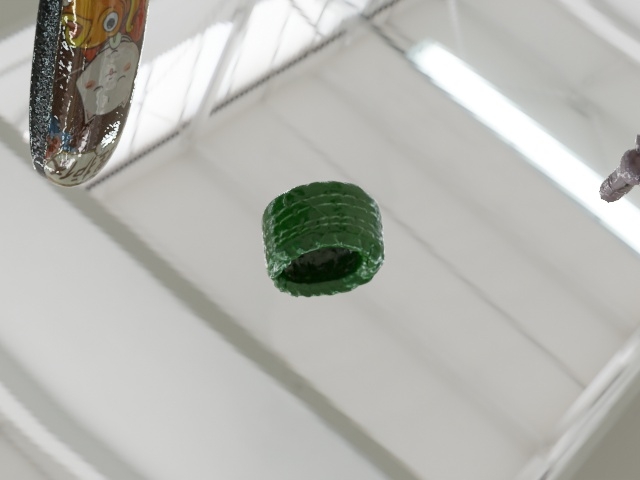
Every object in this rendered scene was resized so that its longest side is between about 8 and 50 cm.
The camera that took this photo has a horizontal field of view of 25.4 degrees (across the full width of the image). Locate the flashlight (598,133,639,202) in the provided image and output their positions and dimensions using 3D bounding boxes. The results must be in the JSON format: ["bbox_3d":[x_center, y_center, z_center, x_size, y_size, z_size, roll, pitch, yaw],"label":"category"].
[{"bbox_3d":[0.290,-0.060,1.338,0.031,0.110,0.052,0,-106,-7],"label":"flashlight"}]

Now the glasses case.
[{"bbox_3d":[-0.233,-0.205,1.441,0.082,0.321,0.122,21,-152,15],"label":"glasses case"}]

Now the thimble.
[{"bbox_3d":[0.000,0.000,1.503,0.118,0.130,0.090,30,-140,-40],"label":"thimble"}]
